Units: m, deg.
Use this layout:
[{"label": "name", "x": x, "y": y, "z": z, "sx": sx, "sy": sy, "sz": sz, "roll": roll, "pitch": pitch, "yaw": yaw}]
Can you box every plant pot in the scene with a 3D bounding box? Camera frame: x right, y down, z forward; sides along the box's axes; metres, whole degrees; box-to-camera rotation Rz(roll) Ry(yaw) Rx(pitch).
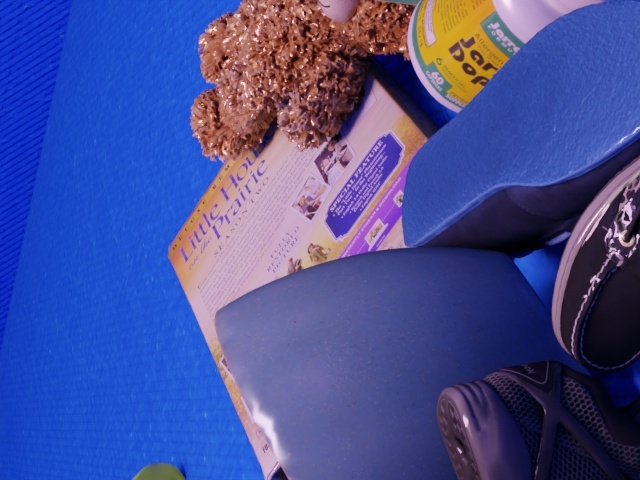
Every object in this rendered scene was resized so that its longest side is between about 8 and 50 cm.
[{"label": "plant pot", "x": 0.087, "y": 0.118, "z": 1.063, "sx": 0.290, "sy": 0.195, "sz": 0.290, "roll": 56, "pitch": -176, "yaw": -6}]

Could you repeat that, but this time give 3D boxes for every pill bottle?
[{"label": "pill bottle", "x": 0.156, "y": -0.173, "z": 1.096, "sx": 0.208, "sy": 0.118, "sz": 0.117, "roll": 148, "pitch": 123, "yaw": -64}]

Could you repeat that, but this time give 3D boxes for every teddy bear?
[{"label": "teddy bear", "x": -0.025, "y": -0.200, "z": 1.435, "sx": 0.338, "sy": 0.113, "sz": 0.245, "roll": -4, "pitch": 62, "yaw": 55}]

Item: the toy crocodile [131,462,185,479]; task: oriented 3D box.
[{"label": "toy crocodile", "x": -0.208, "y": 0.454, "z": 1.975, "sx": 0.115, "sy": 0.105, "sz": 0.340, "roll": 118, "pitch": 144, "yaw": -46}]

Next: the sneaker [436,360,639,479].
[{"label": "sneaker", "x": 0.166, "y": 0.178, "z": 0.917, "sx": 0.087, "sy": 0.130, "sz": 0.227, "roll": 169, "pitch": 82, "yaw": -79}]

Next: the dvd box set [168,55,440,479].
[{"label": "dvd box set", "x": 0.000, "y": 0.000, "z": 1.403, "sx": 0.307, "sy": 0.062, "sz": 0.420, "roll": -55, "pitch": 30, "yaw": 13}]

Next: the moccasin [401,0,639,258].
[{"label": "moccasin", "x": 0.176, "y": -0.071, "z": 1.036, "sx": 0.342, "sy": 0.117, "sz": 0.137, "roll": 153, "pitch": 127, "yaw": -64}]

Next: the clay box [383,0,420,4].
[{"label": "clay box", "x": 0.123, "y": -0.257, "z": 1.184, "sx": 0.222, "sy": 0.127, "sz": 0.053, "roll": 114, "pitch": 151, "yaw": -43}]

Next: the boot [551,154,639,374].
[{"label": "boot", "x": 0.223, "y": 0.021, "z": 0.835, "sx": 0.236, "sy": 0.085, "sz": 0.178, "roll": -60, "pitch": 27, "yaw": 27}]
